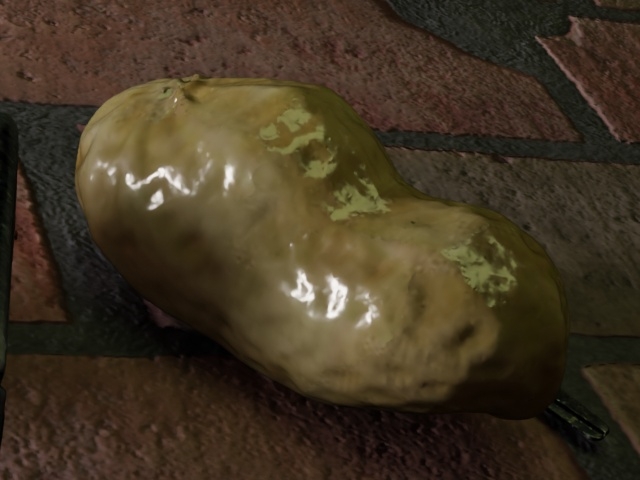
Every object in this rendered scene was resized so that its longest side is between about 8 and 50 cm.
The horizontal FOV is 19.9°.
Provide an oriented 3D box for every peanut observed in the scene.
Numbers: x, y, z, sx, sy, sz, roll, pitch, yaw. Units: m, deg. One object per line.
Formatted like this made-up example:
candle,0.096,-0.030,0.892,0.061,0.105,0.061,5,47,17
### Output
peanut,0.000,0.000,1.225,0.387,0.192,0.169,29,25,25

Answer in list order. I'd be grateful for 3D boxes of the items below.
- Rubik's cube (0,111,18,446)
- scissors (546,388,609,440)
Rubik's cube,-0.286,0.086,0.884,0.260,0.259,0.255,5,29,-10
scissors,0.088,0.059,1.335,0.160,0.024,0.317,-12,38,-43
